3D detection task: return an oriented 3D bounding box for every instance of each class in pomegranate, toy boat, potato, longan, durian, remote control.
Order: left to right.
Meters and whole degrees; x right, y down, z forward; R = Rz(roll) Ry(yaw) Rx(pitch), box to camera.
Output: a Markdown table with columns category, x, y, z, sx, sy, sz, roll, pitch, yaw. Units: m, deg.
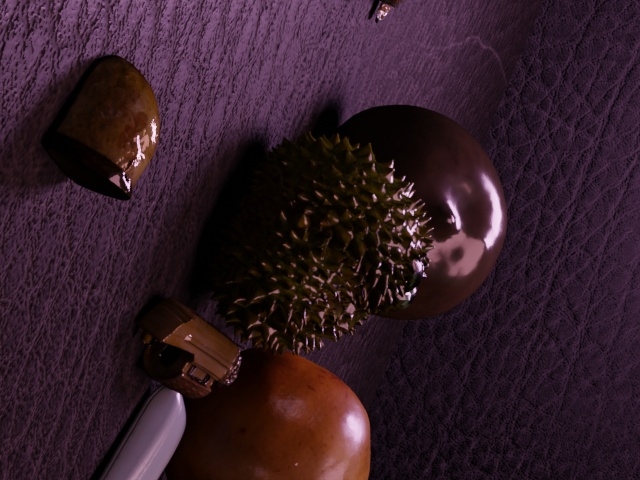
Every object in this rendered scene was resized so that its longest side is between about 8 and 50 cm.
| category | x | y | z | sx | sy | sz | roll | pitch | yaw |
| --- | --- | --- | --- | --- | --- | --- | --- | --- | --- |
| remote control | -0.229 | 0.292 | 1.621 | 0.293 | 0.051 | 0.103 | -58 | 167 | -32 |
| potato | -0.154 | -0.090 | 1.122 | 0.096 | 0.066 | 0.103 | 81 | 32 | -77 |
| toy boat | -0.148 | 0.122 | 1.586 | 0.088 | 0.068 | 0.226 | -52 | 161 | -4 |
| pomegranate | -0.067 | 0.269 | 1.812 | 0.264 | 0.264 | 0.264 | -62 | 168 | -22 |
| durian | -0.001 | -0.004 | 1.681 | 0.291 | 0.224 | 0.291 | -25 | 156 | -12 |
| longan | 0.109 | -0.040 | 1.959 | 0.297 | 0.297 | 0.297 | -62 | 168 | -22 |

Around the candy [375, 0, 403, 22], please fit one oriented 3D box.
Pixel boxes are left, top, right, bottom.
| category | x | y | z | sx | sy | sz | roll | pitch | yaw |
| --- | --- | --- | --- | --- | --- | --- | --- | --- | --- |
| candy | 0.102 | -0.344 | 1.855 | 0.053 | 0.046 | 0.182 | -57 | 168 | -31 |
